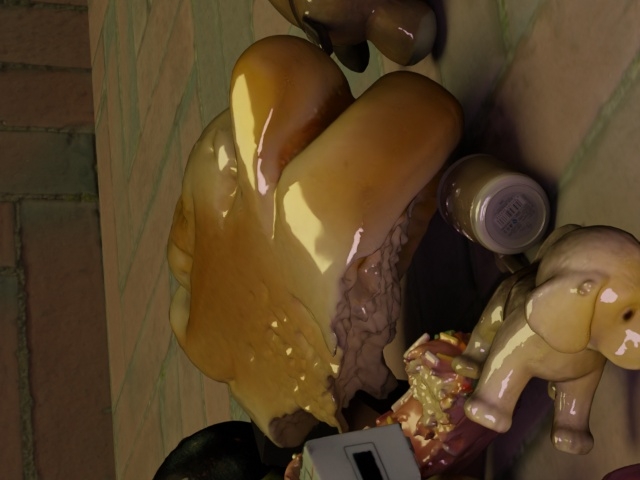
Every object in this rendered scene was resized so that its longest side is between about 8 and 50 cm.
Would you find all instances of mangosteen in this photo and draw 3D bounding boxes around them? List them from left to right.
[{"bbox_3d":[-0.097,0.330,2.368,0.243,0.243,0.243,-178,90,-75],"label":"mangosteen"}]

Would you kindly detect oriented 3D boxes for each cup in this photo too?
[{"bbox_3d":[0.147,-0.016,1.705,0.099,0.074,0.102,-139,52,-71],"label":"cup"}]

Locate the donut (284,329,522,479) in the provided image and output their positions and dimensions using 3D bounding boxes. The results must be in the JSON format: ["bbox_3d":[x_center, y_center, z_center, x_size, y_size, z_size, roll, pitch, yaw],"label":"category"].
[{"bbox_3d":[0.073,0.167,1.710,0.085,0.233,0.199,51,-169,20],"label":"donut"}]

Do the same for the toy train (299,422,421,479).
[{"bbox_3d":[0.024,0.330,1.657,0.088,0.086,0.407,-119,25,-46],"label":"toy train"}]

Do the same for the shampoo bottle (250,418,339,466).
[{"bbox_3d":[-0.048,0.149,2.383,0.309,0.098,0.071,-108,20,-53],"label":"shampoo bottle"}]

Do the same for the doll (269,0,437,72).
[{"bbox_3d":[0.012,-0.292,2.061,0.330,0.174,0.235,-122,30,-62],"label":"doll"}]

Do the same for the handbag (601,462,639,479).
[{"bbox_3d":[0.240,0.237,1.190,0.225,0.146,0.135,-107,21,-56],"label":"handbag"}]

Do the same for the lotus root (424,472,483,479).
[{"bbox_3d":[0.115,0.297,1.681,0.235,0.138,0.119,109,162,-49],"label":"lotus root"}]

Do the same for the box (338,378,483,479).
[{"bbox_3d":[0.078,0.255,1.917,0.215,0.086,0.215,-154,67,-74],"label":"box"}]

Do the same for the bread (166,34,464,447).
[{"bbox_3d":[-0.021,0.010,1.869,0.424,0.245,0.329,111,175,-55],"label":"bread"}]

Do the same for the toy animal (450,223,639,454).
[{"bbox_3d":[0.183,0.069,1.499,0.233,0.121,0.168,-151,80,-84],"label":"toy animal"}]
